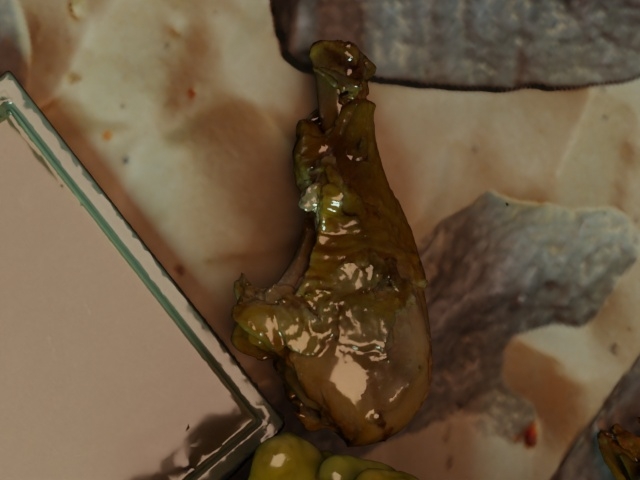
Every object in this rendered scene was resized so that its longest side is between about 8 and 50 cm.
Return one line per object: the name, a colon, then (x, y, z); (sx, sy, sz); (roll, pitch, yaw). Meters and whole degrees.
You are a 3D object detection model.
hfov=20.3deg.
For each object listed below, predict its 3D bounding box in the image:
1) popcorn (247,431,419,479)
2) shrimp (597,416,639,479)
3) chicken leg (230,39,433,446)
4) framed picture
popcorn: (0.000, 0.214, 0.830); (0.181, 0.217, 0.235); (-4, 56, -51)
shrimp: (0.226, 0.208, 0.935); (0.061, 0.145, 0.267); (-27, 73, -34)
chicken leg: (0.003, 0.000, 0.896); (0.101, 0.085, 0.207); (-3, 81, -5)
framed picture: (-0.201, 0.102, 0.861); (0.315, 0.024, 0.232); (-39, 99, -14)
